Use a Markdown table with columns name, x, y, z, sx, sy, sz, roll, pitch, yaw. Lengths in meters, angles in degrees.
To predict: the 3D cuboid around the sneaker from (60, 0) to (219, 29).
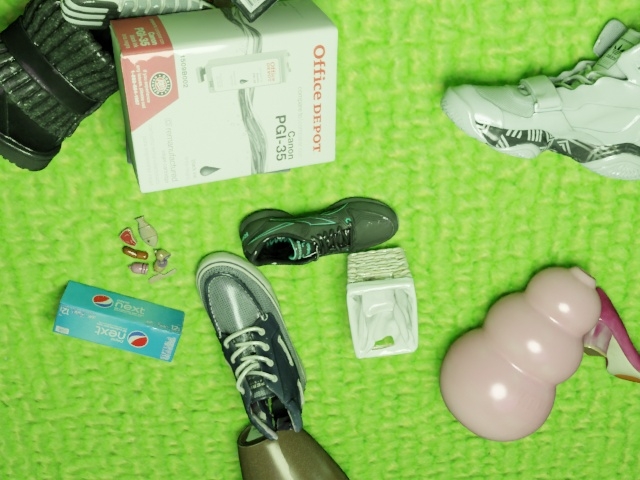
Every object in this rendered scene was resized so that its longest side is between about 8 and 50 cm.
| name | x | y | z | sx | sy | sz | roll | pitch | yaw |
| --- | --- | --- | --- | --- | --- | --- | --- | --- | --- |
| sneaker | -0.240 | -0.350 | 1.052 | 0.228 | 0.132 | 0.086 | -4 | 161 | -39 |

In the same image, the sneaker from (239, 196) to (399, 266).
| name | x | y | z | sx | sy | sz | roll | pitch | yaw |
| --- | --- | --- | --- | --- | --- | --- | --- | --- | --- |
| sneaker | 0.000 | 0.000 | 1.287 | 0.267 | 0.106 | 0.101 | -8 | 118 | 0 |

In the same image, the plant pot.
| name | x | y | z | sx | sy | sz | roll | pitch | yaw |
| --- | --- | --- | --- | --- | --- | --- | --- | --- | --- |
| plant pot | -0.061 | 0.453 | 1.498 | 0.215 | 0.215 | 0.231 | -24 | 103 | 11 |

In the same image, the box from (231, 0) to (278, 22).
| name | x | y | z | sx | sy | sz | roll | pitch | yaw |
| --- | --- | --- | --- | --- | --- | --- | --- | --- | --- |
| box | -0.038 | -0.420 | 0.977 | 0.261 | 0.184 | 0.103 | -39 | 127 | 8 |

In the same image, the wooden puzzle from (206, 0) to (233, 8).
| name | x | y | z | sx | sy | sz | roll | pitch | yaw |
| --- | --- | --- | --- | --- | --- | --- | --- | --- | --- |
| wooden puzzle | -0.221 | -0.417 | 1.077 | 0.220 | 0.044 | 0.239 | 8 | 118 | -6 |

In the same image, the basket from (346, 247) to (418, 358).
| name | x | y | z | sx | sy | sz | roll | pitch | yaw |
| --- | --- | --- | --- | --- | --- | --- | --- | --- | --- |
| basket | 0.102 | 0.105 | 1.336 | 0.113 | 0.103 | 0.167 | -7 | 130 | 2 |

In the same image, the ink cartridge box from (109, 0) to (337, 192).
| name | x | y | z | sx | sy | sz | roll | pitch | yaw |
| --- | --- | --- | --- | --- | --- | --- | --- | --- | --- |
| ink cartridge box | -0.124 | -0.199 | 1.062 | 0.282 | 0.117 | 0.207 | -11 | 128 | -16 |

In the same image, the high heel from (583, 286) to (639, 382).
| name | x | y | z | sx | sy | sz | roll | pitch | yaw |
| --- | --- | --- | --- | --- | --- | --- | --- | --- | --- |
| high heel | 0.555 | 0.183 | 1.448 | 0.244 | 0.082 | 0.117 | 30 | 71 | -30 |

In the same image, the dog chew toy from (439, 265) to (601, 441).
| name | x | y | z | sx | sy | sz | roll | pitch | yaw |
| --- | --- | --- | --- | --- | --- | --- | --- | --- | --- |
| dog chew toy | 0.356 | 0.186 | 1.359 | 0.206 | 0.207 | 0.332 | 30 | 106 | -18 |

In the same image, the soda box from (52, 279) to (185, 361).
| name | x | y | z | sx | sy | sz | roll | pitch | yaw |
| --- | --- | --- | --- | --- | --- | --- | --- | --- | --- |
| soda box | -0.348 | 0.141 | 1.368 | 0.210 | 0.071 | 0.067 | 18 | 118 | -12 |

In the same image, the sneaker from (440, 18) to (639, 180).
| name | x | y | z | sx | sy | sz | roll | pitch | yaw |
| --- | --- | --- | --- | --- | --- | --- | --- | --- | --- |
| sneaker | 0.369 | -0.227 | 1.162 | 0.365 | 0.137 | 0.210 | 12 | 118 | -15 |

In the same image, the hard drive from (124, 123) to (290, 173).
| name | x | y | z | sx | sy | sz | roll | pitch | yaw |
| --- | --- | --- | --- | --- | --- | --- | --- | --- | --- |
| hard drive | -0.169 | -0.189 | 1.201 | 0.254 | 0.054 | 0.172 | 2 | 119 | -4 |

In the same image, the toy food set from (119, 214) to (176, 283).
| name | x | y | z | sx | sy | sz | roll | pitch | yaw |
| --- | --- | --- | --- | --- | --- | --- | --- | --- | --- |
| toy food set | -0.300 | 0.022 | 1.333 | 0.077 | 0.019 | 0.122 | -25 | 117 | 11 |

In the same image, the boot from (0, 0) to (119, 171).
| name | x | y | z | sx | sy | sz | roll | pitch | yaw |
| --- | --- | --- | --- | --- | --- | --- | --- | --- | --- |
| boot | -0.449 | -0.273 | 1.080 | 0.348 | 0.131 | 0.260 | 32 | 126 | -29 |

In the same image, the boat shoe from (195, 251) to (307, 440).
| name | x | y | z | sx | sy | sz | roll | pitch | yaw |
| --- | --- | --- | --- | --- | --- | --- | --- | --- | --- |
| boat shoe | -0.113 | 0.189 | 1.355 | 0.127 | 0.158 | 0.341 | -24 | 118 | 10 |
